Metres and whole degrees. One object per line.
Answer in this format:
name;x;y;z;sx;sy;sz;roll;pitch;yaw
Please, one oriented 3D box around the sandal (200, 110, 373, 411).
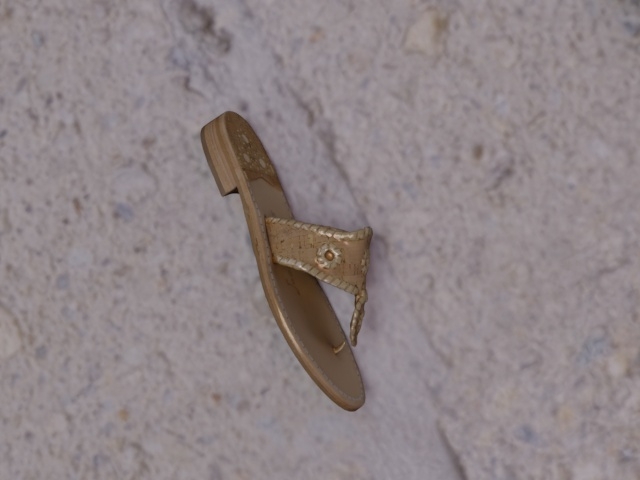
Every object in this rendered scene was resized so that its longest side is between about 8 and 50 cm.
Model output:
sandal;-0.003;0.000;1.283;0.079;0.088;0.240;-32;76;21
